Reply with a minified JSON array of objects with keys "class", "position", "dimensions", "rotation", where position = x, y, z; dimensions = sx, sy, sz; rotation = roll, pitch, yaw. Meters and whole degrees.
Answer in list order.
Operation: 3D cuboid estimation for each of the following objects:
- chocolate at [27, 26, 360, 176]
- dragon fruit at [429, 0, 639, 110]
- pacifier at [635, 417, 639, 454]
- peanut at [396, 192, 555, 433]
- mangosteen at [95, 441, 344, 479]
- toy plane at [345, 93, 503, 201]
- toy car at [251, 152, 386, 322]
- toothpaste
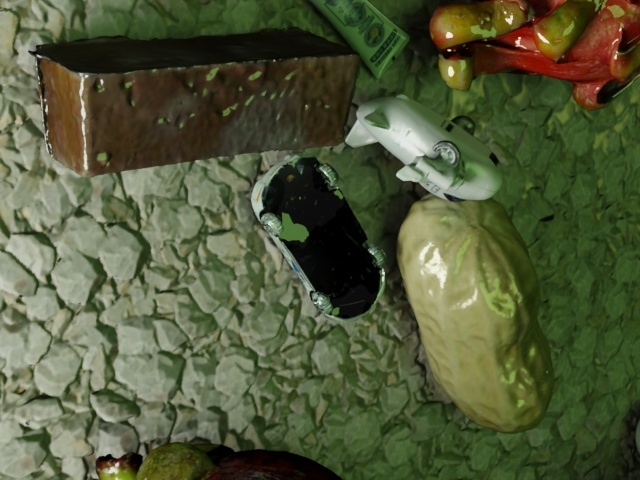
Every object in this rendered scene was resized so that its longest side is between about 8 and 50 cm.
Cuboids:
[{"class":"chocolate","position":[-0.121,-0.135,1.392],"dimensions":[0.321,0.112,0.112],"rotation":[-9,115,-33]},{"class":"dragon fruit","position":[0.270,-0.270,1.556],"dimensions":[0.307,0.227,0.243],"rotation":[8,109,-23]},{"class":"pacifier","position":[0.468,0.357,1.824],"dimensions":[0.273,0.220,0.332],"rotation":[-63,148,-7]},{"class":"peanut","position":[0.182,0.086,1.616],"dimensions":[0.152,0.152,0.313],"rotation":[-28,117,-26]},{"class":"mangosteen","position":[-0.083,0.326,1.411],"dimensions":[0.300,0.300,0.300],"rotation":[-8,105,-32]},{"class":"toy plane","position":[0.114,-0.097,1.530],"dimensions":[0.174,0.174,0.080],"rotation":[10,120,-35]},{"class":"toy car","position":[0.000,0.000,1.525],"dimensions":[0.095,0.056,0.205],"rotation":[-44,124,-19]},{"class":"toothpaste","position":[0.009,-0.258,1.485],"dimensions":[0.239,0.039,0.062],"rotation":[40,82,-35]}]
